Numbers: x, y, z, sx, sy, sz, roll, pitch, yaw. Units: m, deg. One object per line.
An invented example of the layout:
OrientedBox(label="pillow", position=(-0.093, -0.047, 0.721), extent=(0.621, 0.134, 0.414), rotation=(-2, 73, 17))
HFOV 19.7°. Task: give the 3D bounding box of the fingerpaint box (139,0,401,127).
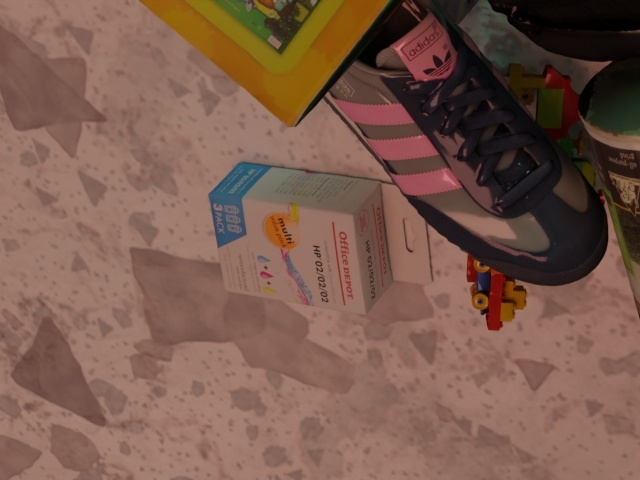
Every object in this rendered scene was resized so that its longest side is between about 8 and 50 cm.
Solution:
OrientedBox(label="fingerpaint box", position=(-0.065, -0.355, 1.086), extent=(0.445, 0.163, 0.371), rotation=(39, 129, 0))

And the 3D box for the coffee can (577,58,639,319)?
OrientedBox(label="coffee can", position=(0.316, 0.000, 1.319), extent=(0.201, 0.201, 0.275), rotation=(-4, 117, 33))

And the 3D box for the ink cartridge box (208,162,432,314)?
OrientedBox(label="ink cartridge box", position=(0.000, 0.000, 1.606), extent=(0.181, 0.061, 0.104), rotation=(8, 124, 27))

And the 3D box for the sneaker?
OrientedBox(label="sneaker", position=(0.085, -0.096, 1.323), extent=(0.319, 0.112, 0.131), rotation=(43, 167, 8))

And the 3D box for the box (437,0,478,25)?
OrientedBox(label="box", position=(0.104, -0.312, 1.329), extent=(0.063, 0.067, 0.324), rotation=(21, 128, 17))

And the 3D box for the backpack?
OrientedBox(label="backpack", position=(0.206, -0.203, 1.295), extent=(0.182, 0.115, 0.152), rotation=(-9, 138, 38))

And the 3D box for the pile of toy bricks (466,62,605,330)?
OrientedBox(label="pile of toy bricks", position=(0.174, -0.041, 1.459), extent=(0.105, 0.118, 0.212), rotation=(2, 107, 1))
